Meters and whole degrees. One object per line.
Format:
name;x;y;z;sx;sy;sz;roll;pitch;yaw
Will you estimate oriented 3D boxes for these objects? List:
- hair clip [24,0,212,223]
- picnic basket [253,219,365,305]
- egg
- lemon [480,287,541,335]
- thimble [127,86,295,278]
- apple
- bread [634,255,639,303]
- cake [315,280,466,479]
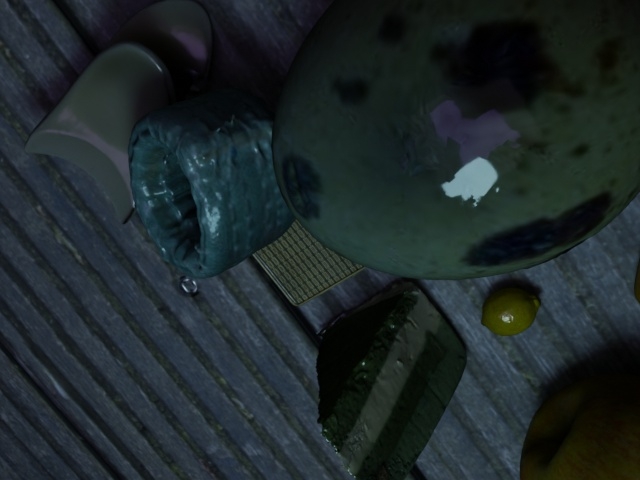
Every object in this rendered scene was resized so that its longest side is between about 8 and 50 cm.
hair clip;-0.242;-0.181;1.156;0.172;0.113;0.282;37;127;-4
picnic basket;0.000;0.000;1.184;0.164;0.079;0.115;-32;105;29
egg;0.140;-0.129;0.915;0.428;0.345;0.345;-23;108;25
lemon;0.246;0.092;1.168;0.083;0.062;0.062;-24;109;12
thimble;-0.126;-0.073;1.076;0.198;0.143;0.235;53;149;15
apple;0.376;0.289;1.120;0.264;0.264;0.264;7;119;14
bread;0.417;0.036;1.091;0.062;0.049;0.103;8;121;13
cake;0.096;0.183;1.148;0.172;0.283;0.158;-39;102;13
